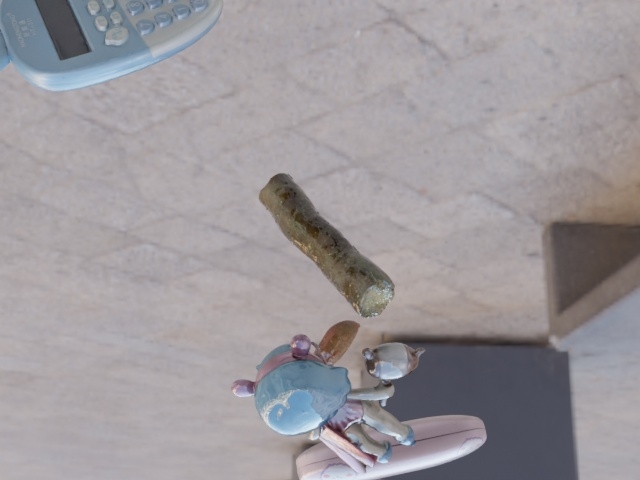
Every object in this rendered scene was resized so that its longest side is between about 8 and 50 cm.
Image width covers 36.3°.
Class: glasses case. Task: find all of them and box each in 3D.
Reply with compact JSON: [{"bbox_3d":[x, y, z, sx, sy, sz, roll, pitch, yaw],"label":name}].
[{"bbox_3d":[0.109,0.322,1.497,0.297,0.075,0.113,-9,162,-9],"label":"glasses case"}]

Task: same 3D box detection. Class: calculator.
[{"bbox_3d":[-0.258,-0.251,1.110,0.303,0.188,0.042,-21,146,-11],"label":"calculator"}]

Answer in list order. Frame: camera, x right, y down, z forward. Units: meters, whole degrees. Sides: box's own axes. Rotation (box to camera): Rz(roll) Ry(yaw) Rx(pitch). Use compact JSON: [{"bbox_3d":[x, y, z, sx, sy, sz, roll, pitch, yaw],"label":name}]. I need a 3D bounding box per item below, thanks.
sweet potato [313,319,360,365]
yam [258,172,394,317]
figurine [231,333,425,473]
[{"bbox_3d":[-0.004,0.223,1.691,0.050,0.214,0.050,33,167,9],"label":"sweet potato"},{"bbox_3d":[0.000,0.000,1.208,0.061,0.253,0.061,-22,137,-23],"label":"yam"},{"bbox_3d":[0.036,0.193,1.140,0.205,0.103,0.260,-32,133,22],"label":"figurine"}]
